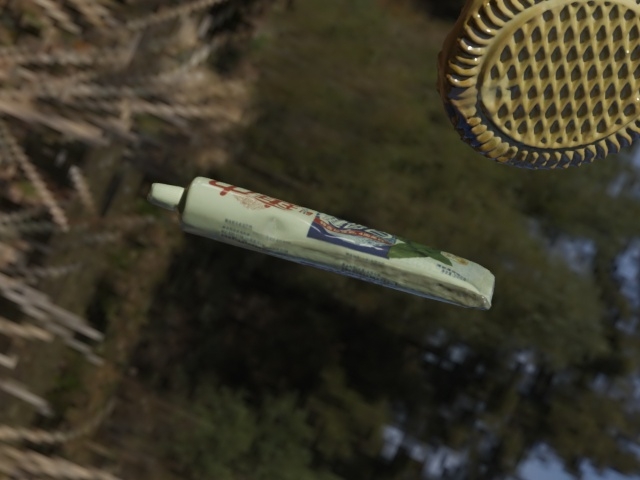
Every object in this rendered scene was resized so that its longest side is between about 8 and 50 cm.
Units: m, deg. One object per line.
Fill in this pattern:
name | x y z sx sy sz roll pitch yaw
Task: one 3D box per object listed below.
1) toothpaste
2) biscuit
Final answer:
toothpaste | 0.000 0.000 1.163 0.060 0.233 0.038 -59 164 -68
biscuit | 0.232 -0.172 1.680 0.079 0.259 0.259 -104 -148 -48
